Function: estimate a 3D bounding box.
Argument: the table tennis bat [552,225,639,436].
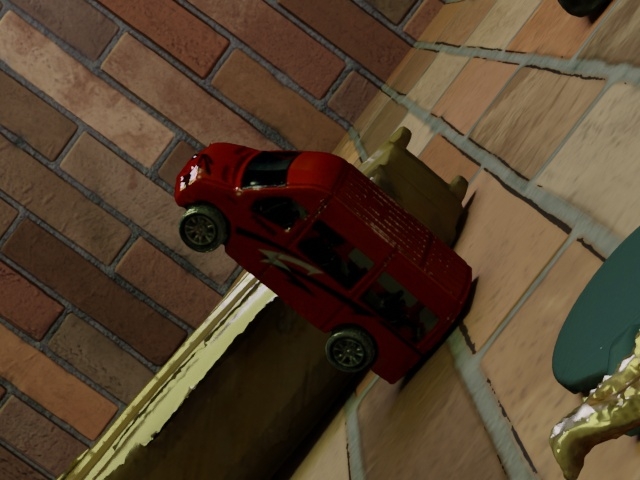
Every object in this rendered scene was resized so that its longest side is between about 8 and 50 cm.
[{"bbox_3d":[0.130,0.030,0.587,0.100,0.019,0.155,-47,7,27],"label":"table tennis bat"}]

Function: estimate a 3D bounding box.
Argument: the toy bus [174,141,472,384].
[{"bbox_3d":[0.000,0.000,0.918,0.089,0.195,0.081,-47,8,27],"label":"toy bus"}]

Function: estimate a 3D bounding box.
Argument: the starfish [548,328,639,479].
[{"bbox_3d":[0.181,-0.049,0.467,0.295,0.048,0.231,-47,10,19],"label":"starfish"}]

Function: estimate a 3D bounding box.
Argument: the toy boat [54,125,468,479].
[{"bbox_3d":[-0.047,0.102,1.106,0.445,0.136,0.162,-49,10,-2],"label":"toy boat"}]

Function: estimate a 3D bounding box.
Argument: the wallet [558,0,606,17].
[{"bbox_3d":[0.279,-0.332,1.325,0.228,0.062,0.406,-52,6,16],"label":"wallet"}]
